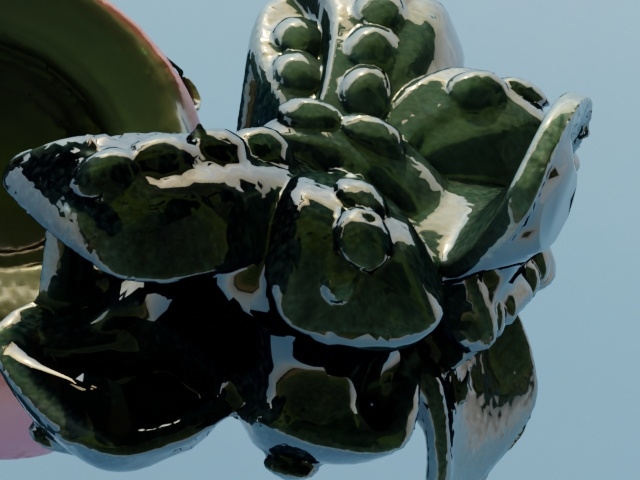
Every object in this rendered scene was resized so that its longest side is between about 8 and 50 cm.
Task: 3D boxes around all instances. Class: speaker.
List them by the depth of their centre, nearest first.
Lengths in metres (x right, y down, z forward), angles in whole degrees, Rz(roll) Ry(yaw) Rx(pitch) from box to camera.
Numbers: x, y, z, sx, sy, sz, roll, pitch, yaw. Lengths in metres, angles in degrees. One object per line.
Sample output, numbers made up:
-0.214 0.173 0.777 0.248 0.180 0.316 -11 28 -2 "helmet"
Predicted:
-0.207 -0.025 1.002 0.294 0.294 0.294 4 -103 -19 "speaker"

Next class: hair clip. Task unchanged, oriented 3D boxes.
0.007 0.000 0.792 0.206 0.194 0.310 20 -147 21 "hair clip"

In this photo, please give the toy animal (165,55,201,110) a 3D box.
-0.257 -0.010 1.389 0.258 0.357 0.194 39 -153 -29 "toy animal"
